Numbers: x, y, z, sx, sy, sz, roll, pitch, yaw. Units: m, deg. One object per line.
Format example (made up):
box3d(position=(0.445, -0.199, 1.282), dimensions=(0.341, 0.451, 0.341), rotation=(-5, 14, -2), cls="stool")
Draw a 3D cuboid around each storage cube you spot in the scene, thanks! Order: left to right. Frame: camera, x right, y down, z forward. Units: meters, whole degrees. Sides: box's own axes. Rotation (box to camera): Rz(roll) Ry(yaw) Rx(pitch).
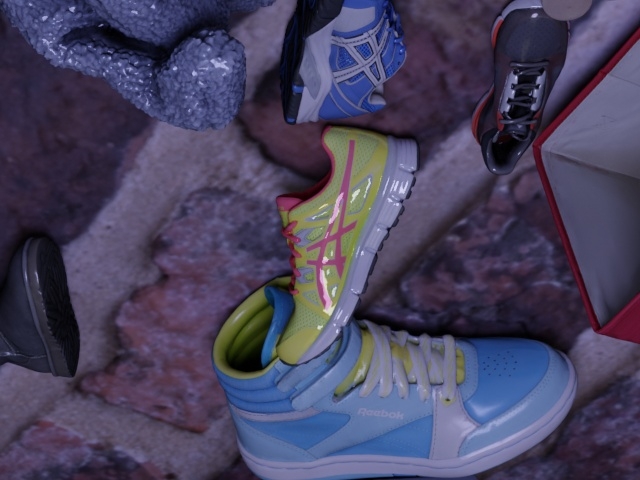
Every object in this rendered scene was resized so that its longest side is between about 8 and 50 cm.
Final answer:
box3d(position=(0.304, -0.038, 1.248), dimensions=(0.193, 0.215, 0.184), rotation=(14, 135, -29), cls="storage cube")

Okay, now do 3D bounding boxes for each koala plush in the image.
box3d(position=(-0.101, -0.223, 1.072), dimensions=(0.203, 0.196, 0.221), rotation=(22, 137, -9), cls="koala plush")

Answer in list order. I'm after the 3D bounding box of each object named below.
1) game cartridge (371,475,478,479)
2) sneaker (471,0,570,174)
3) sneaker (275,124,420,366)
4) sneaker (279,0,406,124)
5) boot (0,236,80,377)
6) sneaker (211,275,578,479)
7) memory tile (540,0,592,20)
box3d(position=(0.011, 0.300, 1.649), dimensions=(0.198, 0.062, 0.297), rotation=(9, 149, -41), cls="game cartridge")
box3d(position=(0.155, -0.112, 1.273), dimensions=(0.061, 0.065, 0.158), rotation=(4, 137, -5), cls="sneaker")
box3d(position=(0.000, 0.000, 1.354), dimensions=(0.094, 0.081, 0.209), rotation=(22, 98, -9), cls="sneaker")
box3d(position=(0.023, -0.165, 1.217), dimensions=(0.081, 0.080, 0.211), rotation=(1, 146, -11), cls="sneaker")
box3d(position=(-0.323, 0.065, 1.457), dimensions=(0.208, 0.076, 0.190), rotation=(4, 139, 4), cls="boot")
box3d(position=(0.054, 0.109, 1.464), dimensions=(0.319, 0.127, 0.208), rotation=(-12, 137, 11), cls="sneaker")
box3d(position=(0.178, -0.220, 1.164), dimensions=(0.113, 0.012, 0.148), rotation=(-24, 132, 22), cls="memory tile")
